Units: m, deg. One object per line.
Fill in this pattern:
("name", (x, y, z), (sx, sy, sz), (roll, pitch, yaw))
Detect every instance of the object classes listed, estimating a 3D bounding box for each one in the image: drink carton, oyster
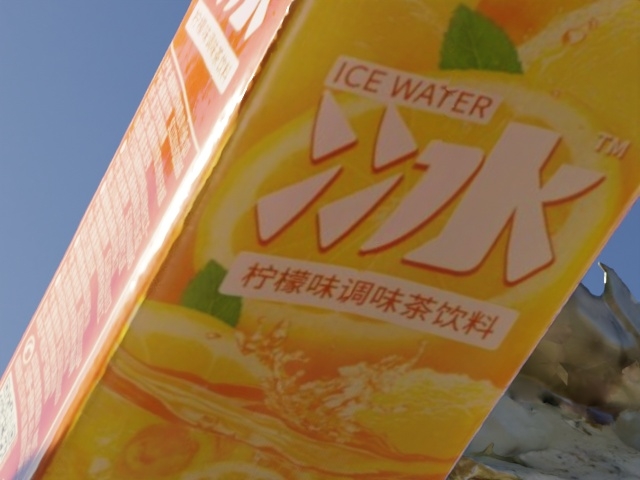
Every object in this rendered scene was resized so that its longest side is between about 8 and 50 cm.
("drink carton", (0.000, 0.000, 0.366), (0.096, 0.071, 0.223), (20, -64, -23))
("oyster", (0.075, 0.075, 0.779), (0.199, 0.252, 0.087), (58, -23, 14))
